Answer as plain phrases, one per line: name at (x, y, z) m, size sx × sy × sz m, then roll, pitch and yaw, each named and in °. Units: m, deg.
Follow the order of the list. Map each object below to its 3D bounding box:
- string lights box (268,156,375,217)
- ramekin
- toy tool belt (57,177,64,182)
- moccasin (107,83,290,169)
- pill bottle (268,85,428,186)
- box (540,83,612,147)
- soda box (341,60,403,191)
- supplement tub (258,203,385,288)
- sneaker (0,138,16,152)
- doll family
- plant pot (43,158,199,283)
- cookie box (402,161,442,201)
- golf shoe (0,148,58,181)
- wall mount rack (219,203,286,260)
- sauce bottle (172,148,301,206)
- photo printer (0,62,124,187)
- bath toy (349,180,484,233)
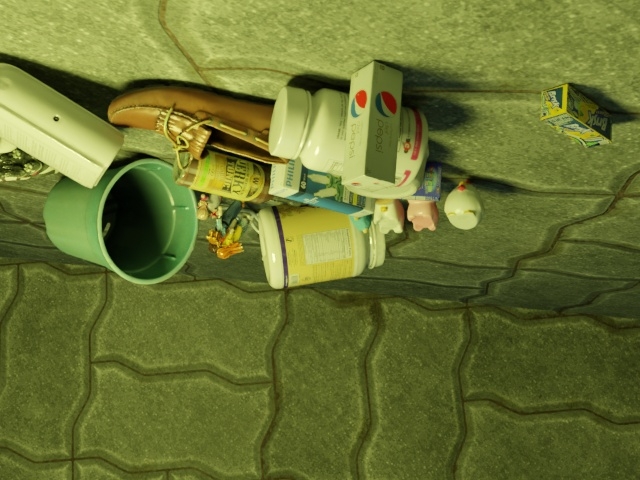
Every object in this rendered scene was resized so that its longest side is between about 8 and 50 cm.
string lights box at (0.011, -0.151, 1.613) m, size 0.260 × 0.133 × 0.077 m, roll 13°, pitch 165°, yaw -30°
ramekin at (0.143, -0.171, 1.529) m, size 0.207 × 0.108 × 0.207 m, roll 5°, pitch 167°, yaw 1°
toy tool belt at (-0.768, -0.170, 2.056) m, size 0.083 × 0.052 × 0.051 m, roll 11°, pitch 174°, yaw -24°
moccasin at (-0.245, -0.225, 1.380) m, size 0.380 × 0.146 × 0.139 m, roll 10°, pitch 166°, yaw -14°
pill bottle at (0.052, -0.206, 1.305) m, size 0.283 × 0.160 × 0.160 m, roll 10°, pitch 166°, yaw -16°
box at (0.478, -0.229, 1.241) m, size 0.169 × 0.059 × 0.054 m, roll 17°, pitch 164°, yaw -39°
soda box at (0.093, -0.201, 1.186) m, size 0.069 × 0.216 × 0.074 m, roll 12°, pitch 166°, yaw -29°
supplement tub at (0.000, 0.000, 1.926) m, size 0.332 × 0.240 × 0.241 m, roll -9°, pitch 169°, yaw -10°
sneaker at (-0.780, -0.274, 1.496) m, size 0.123 × 0.105 × 0.290 m, roll 1°, pitch 165°, yaw 29°
doll family at (-0.275, -0.041, 1.958) m, size 0.119 × 0.163 × 0.263 m, roll 22°, pitch 150°, yaw 20°
plant pot at (-0.583, -0.065, 1.896) m, size 0.334 × 0.340 × 0.341 m, roll 6°, pitch 170°, yaw 37°
cookie box at (0.241, -0.145, 1.630) m, size 0.107 × 0.091 × 0.040 m, roll 4°, pitch 163°, yaw 10°
golf shoe at (-0.866, -0.202, 1.864) m, size 0.273 × 0.105 × 0.120 m, roll 2°, pitch 173°, yaw 17°
wall mount rack at (-0.178, -0.062, 2.121) m, size 0.304 × 0.130 × 0.350 m, roll 48°, pitch 147°, yaw -20°
sauce bottle at (-0.204, -0.159, 1.738) m, size 0.345 × 0.111 × 0.111 m, roll 11°, pitch 166°, yaw -27°
photo printer at (-0.582, -0.241, 1.406) m, size 0.308 × 0.107 × 0.256 m, roll 32°, pitch 162°, yaw -17°
bath toy at (0.250, -0.104, 1.735) m, size 0.349 × 0.128 × 0.151 m, roll 0°, pitch 146°, yaw 22°
